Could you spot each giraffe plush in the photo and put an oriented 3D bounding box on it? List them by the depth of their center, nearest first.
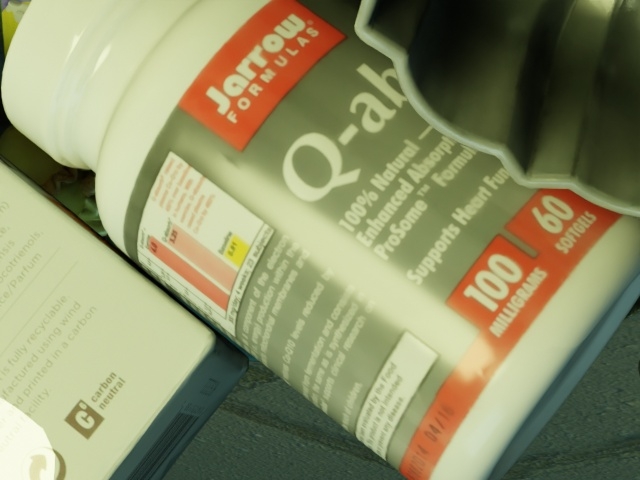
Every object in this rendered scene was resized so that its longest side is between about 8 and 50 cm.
[{"bbox_3d":[-0.256,-0.048,1.227,0.170,0.210,0.181,-30,138,16],"label":"giraffe plush"}]

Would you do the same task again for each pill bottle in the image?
[{"bbox_3d":[0.002,-0.032,0.897,0.363,0.210,0.210,37,162,14],"label":"pill bottle"}]

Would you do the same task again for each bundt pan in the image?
[{"bbox_3d":[0.179,-0.162,0.698,0.330,0.124,0.331,8,141,7],"label":"bundt pan"}]

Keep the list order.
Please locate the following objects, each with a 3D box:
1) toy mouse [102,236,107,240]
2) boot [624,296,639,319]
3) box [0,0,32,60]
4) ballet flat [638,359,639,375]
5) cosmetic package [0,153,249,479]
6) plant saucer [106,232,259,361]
[{"bbox_3d":[-0.170,0.026,1.424,0.143,0.031,0.161,-31,121,7],"label":"toy mouse"},{"bbox_3d":[0.197,0.040,1.218,0.236,0.089,0.269,-21,170,24],"label":"boot"},{"bbox_3d":[-0.174,-0.140,1.094,0.105,0.043,0.179,13,159,-4],"label":"box"},{"bbox_3d":[0.356,0.103,1.386,0.074,0.074,0.203,18,159,-16],"label":"ballet flat"},{"bbox_3d":[-0.276,-0.005,1.011,0.453,0.161,0.230,38,175,7],"label":"cosmetic package"},{"bbox_3d":[0.000,0.000,1.151,0.317,0.044,0.318,-11,142,-9],"label":"plant saucer"}]
